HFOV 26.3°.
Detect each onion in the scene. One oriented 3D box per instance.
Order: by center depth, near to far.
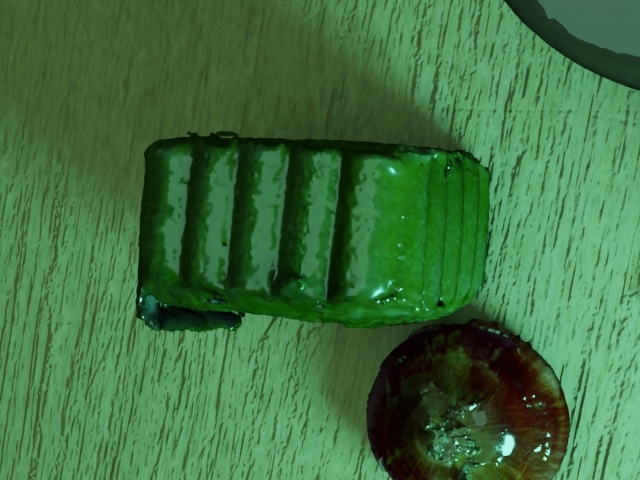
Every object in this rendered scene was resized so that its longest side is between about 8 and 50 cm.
[{"bbox_3d":[0.148,0.197,1.493,0.230,0.163,0.230,2,94,31],"label":"onion"}]

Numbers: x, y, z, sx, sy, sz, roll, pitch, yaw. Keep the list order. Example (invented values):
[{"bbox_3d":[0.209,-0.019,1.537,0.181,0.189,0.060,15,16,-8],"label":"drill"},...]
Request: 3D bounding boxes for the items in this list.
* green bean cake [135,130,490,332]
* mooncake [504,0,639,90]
[{"bbox_3d":[0.000,0.000,1.451,0.319,0.335,0.218,3,93,27],"label":"green bean cake"},{"bbox_3d":[0.339,-0.306,1.378,0.333,0.174,0.326,-7,93,20],"label":"mooncake"}]
